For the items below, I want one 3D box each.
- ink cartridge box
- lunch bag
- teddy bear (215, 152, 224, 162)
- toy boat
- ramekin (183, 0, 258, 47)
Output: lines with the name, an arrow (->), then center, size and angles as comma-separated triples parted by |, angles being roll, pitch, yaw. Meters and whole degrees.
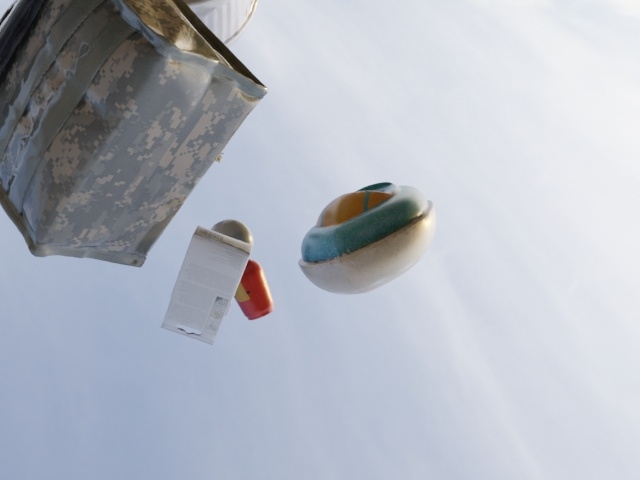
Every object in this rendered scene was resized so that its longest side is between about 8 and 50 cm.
ink cartridge box -> -0.121, 0.048, 0.840 | 0.063, 0.115, 0.029 | 21, -161, -7
lunch bag -> -0.232, -0.157, 0.776 | 0.287, 0.235, 0.169 | 48, -161, 28
teddy bear -> -0.317, -0.236, 1.439 | 0.338, 0.113, 0.245 | 34, -176, -23
toy boat -> 0.000, 0.000, 1.101 | 0.318, 0.148, 0.267 | -20, -172, 16
ramekin -> -0.213, -0.394, 1.117 | 0.273, 0.127, 0.272 | 3, -104, -13
